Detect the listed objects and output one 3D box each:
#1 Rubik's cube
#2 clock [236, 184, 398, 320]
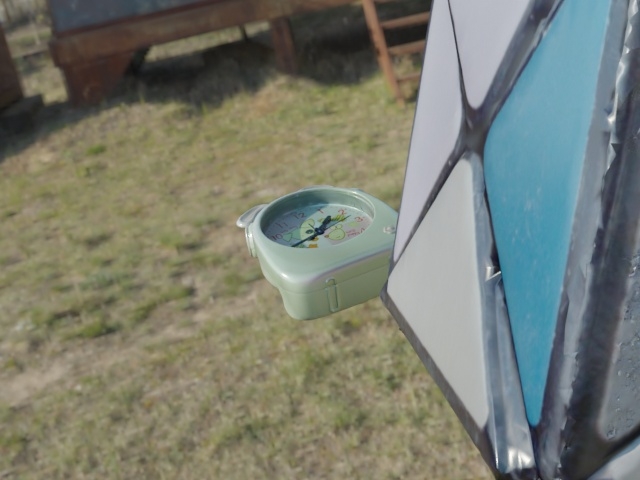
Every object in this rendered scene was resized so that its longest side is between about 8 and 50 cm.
[{"bbox_3d":[0.218,-0.044,0.567,0.307,0.305,0.310,7,14,-10],"label":"Rubik's cube"},{"bbox_3d":[0.000,0.000,1.077,0.152,0.062,0.191,-20,33,-19],"label":"clock"}]
